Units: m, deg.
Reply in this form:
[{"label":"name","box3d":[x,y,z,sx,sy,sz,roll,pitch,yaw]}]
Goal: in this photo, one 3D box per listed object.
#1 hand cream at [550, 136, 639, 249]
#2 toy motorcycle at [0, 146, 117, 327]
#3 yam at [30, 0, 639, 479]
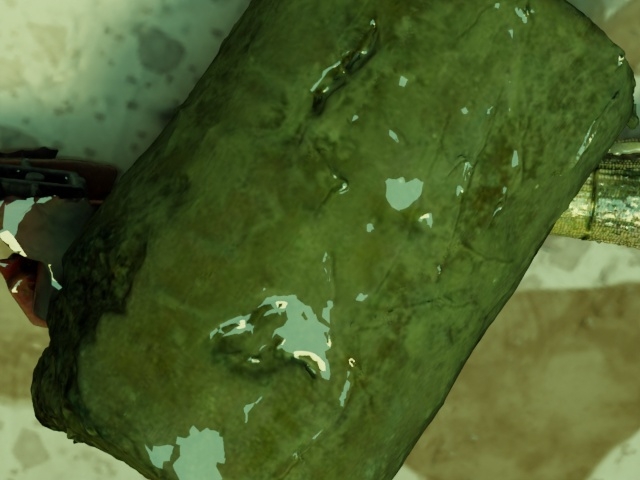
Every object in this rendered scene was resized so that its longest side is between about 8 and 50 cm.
[{"label":"hand cream","box3d":[0.179,-0.022,1.023,0.203,0.084,0.084,6,116,0]},{"label":"toy motorcycle","box3d":[-0.157,0.011,0.984,0.212,0.084,0.118,6,114,-20]},{"label":"yam","box3d":[0.000,0.000,0.908,0.195,0.195,0.300,37,87,-21]}]
